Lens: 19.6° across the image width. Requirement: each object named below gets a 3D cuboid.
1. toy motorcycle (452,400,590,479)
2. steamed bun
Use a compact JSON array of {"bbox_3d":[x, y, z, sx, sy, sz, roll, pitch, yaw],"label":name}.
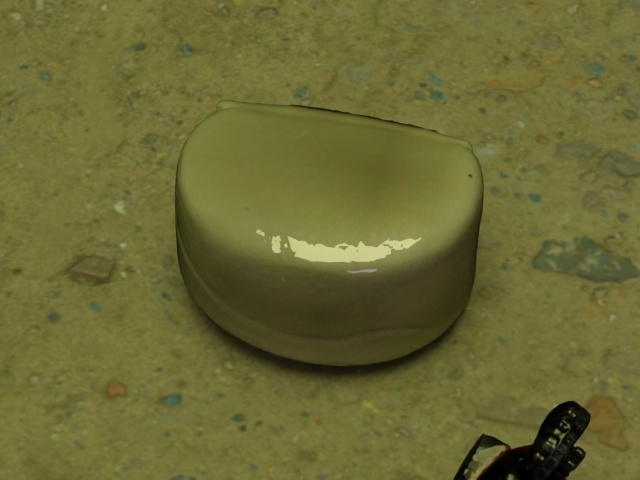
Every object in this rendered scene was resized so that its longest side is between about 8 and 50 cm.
[{"bbox_3d":[0.115,0.204,1.298,0.082,0.122,0.213,36,73,14],"label":"toy motorcycle"},{"bbox_3d":[0.000,0.000,1.433,0.241,0.146,0.164,10,50,8],"label":"steamed bun"}]
